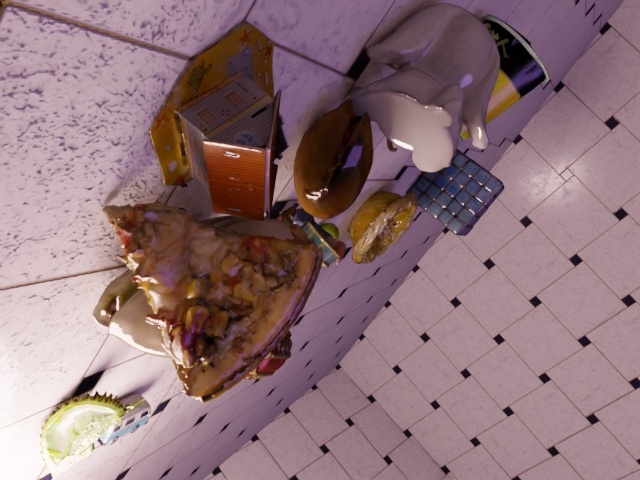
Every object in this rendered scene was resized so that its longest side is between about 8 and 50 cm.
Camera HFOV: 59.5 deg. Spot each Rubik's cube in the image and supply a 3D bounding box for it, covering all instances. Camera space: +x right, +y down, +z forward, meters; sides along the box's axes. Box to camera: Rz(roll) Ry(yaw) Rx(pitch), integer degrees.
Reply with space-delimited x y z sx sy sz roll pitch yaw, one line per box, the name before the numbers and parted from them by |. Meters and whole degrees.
Rubik's cube | 0.478 -0.174 1.957 0.237 0.237 0.238 -53 164 14

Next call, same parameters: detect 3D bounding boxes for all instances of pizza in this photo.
pizza | -0.119 0.041 0.736 0.251 0.287 0.074 -29 -161 -17

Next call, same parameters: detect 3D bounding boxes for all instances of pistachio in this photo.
pistachio | -0.172 0.070 0.854 0.332 0.207 0.226 -22 145 -24

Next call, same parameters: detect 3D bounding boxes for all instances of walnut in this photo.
walnut | 0.021 -0.138 0.995 0.137 0.137 0.245 -35 152 -40

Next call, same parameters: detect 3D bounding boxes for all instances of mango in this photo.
mango | 0.000 0.000 1.413 0.108 0.056 0.073 -47 159 6

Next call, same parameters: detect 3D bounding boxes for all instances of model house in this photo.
model house | -0.089 -0.131 0.706 0.207 0.136 0.219 -39 162 -26

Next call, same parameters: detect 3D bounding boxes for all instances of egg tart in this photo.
egg tart | 0.173 -0.050 1.649 0.288 0.118 0.288 -43 165 -14

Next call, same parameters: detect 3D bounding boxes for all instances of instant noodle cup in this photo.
instant noodle cup | 0.374 -0.368 1.312 0.236 0.215 0.215 -43 166 15

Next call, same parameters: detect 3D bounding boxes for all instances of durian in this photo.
durian | -0.412 0.323 0.990 0.215 0.100 0.086 -43 168 4

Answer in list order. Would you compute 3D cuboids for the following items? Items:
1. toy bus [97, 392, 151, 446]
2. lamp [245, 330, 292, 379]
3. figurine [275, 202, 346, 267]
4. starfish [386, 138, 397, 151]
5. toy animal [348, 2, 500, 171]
toy bus | -0.415 0.370 1.178 0.075 0.060 0.123 -59 160 22
lamp | -0.166 0.256 1.389 0.177 0.177 0.274 -48 162 -3
figurine | -0.087 0.060 1.127 0.275 0.161 0.158 -44 -157 5
starfish | 0.203 -0.286 1.237 0.146 0.074 0.189 -25 153 -52
toy animal | 0.216 -0.293 1.002 0.265 0.272 0.206 -56 -166 -21
